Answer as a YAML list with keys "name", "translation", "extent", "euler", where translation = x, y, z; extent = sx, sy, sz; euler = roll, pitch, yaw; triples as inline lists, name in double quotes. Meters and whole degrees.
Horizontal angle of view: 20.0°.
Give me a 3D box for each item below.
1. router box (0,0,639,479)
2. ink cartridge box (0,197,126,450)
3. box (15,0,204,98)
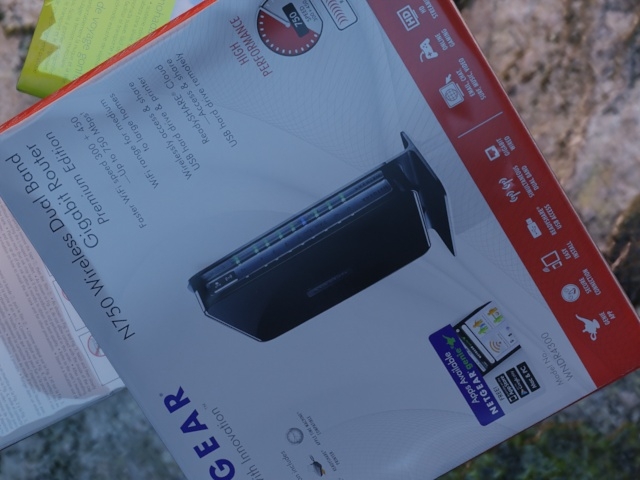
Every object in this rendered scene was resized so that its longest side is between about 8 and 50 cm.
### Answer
- name: "router box"
  translation: [0.000, 0.000, 1.153]
  extent: [0.301, 0.082, 0.335]
  euler: [-31, 101, 9]
- name: "ink cartridge box"
  translation: [-0.212, 0.041, 1.241]
  extent: [0.224, 0.056, 0.181]
  euler: [-26, 91, -10]
- name: "box"
  translation: [-0.100, -0.122, 1.205]
  extent: [0.178, 0.042, 0.109]
  euler: [19, 98, 4]
